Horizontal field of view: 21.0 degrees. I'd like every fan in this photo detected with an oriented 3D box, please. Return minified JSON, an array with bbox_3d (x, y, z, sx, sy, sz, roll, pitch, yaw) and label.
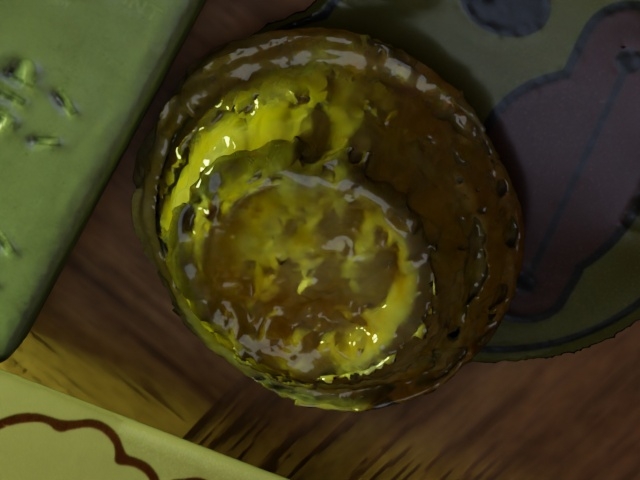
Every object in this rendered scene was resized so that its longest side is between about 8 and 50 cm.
[{"bbox_3d":[0.123,-0.030,0.780,0.335,0.011,0.229,21,116,1],"label":"fan"}]

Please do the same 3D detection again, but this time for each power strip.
[{"bbox_3d":[-0.121,-0.076,0.782,0.093,0.053,0.288,29,115,-3],"label":"power strip"}]

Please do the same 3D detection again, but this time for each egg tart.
[{"bbox_3d":[0.000,0.000,0.775,0.191,0.074,0.191,4,114,8],"label":"egg tart"}]

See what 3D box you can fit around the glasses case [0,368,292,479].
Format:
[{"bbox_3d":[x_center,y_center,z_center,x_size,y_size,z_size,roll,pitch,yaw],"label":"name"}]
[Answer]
[{"bbox_3d":[-0.076,0.170,0.819,0.336,0.076,0.144,20,70,-3],"label":"glasses case"}]
